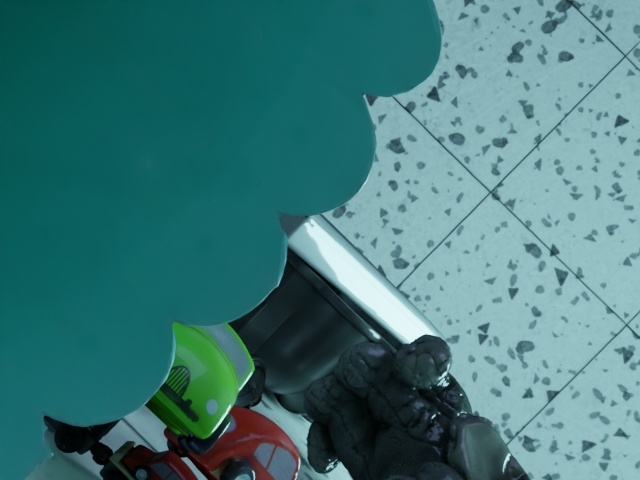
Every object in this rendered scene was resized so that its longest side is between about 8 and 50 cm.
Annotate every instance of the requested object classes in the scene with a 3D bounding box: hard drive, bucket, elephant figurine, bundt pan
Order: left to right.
[{"bbox_3d":[-0.113,-0.063,0.269,0.183,0.281,0.281,45,2,19],"label":"bucket"},{"bbox_3d":[-0.039,0.073,1.017,0.331,0.124,0.331,45,2,-2],"label":"bundt pan"},{"bbox_3d":[0.000,0.000,0.969,0.203,0.040,0.307,46,2,40],"label":"hard drive"},{"bbox_3d":[0.085,0.208,0.771,0.239,0.186,0.169,-119,-150,-46],"label":"elephant figurine"}]

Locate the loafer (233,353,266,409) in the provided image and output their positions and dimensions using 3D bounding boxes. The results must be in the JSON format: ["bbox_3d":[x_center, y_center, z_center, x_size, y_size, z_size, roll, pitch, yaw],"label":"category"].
[{"bbox_3d":[-0.074,0.109,0.686,0.170,0.062,0.061,59,26,-70],"label":"loafer"}]

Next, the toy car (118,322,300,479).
[{"bbox_3d":[-0.073,0.066,0.481,0.239,0.053,0.225,44,-17,-4],"label":"toy car"}]

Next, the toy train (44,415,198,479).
[{"bbox_3d":[-0.078,0.118,0.461,0.158,0.036,0.027,45,2,2],"label":"toy train"}]
